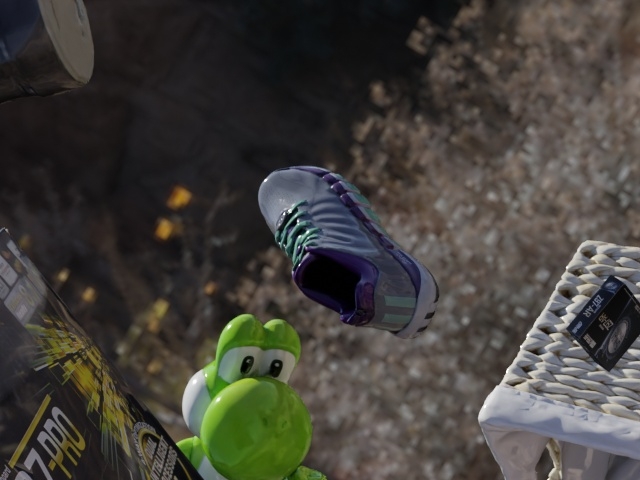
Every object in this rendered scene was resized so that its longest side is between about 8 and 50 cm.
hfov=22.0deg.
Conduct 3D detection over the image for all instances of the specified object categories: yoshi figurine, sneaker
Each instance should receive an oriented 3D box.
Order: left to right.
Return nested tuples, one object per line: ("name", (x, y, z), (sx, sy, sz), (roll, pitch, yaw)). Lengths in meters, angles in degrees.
("yoshi figurine", (-0.099, 0.256, 1.706), (0.204, 0.203, 0.362), (-16, -49, -47))
("sneaker", (0.000, 0.000, 1.366), (0.098, 0.224, 0.083), (4, -64, -44))

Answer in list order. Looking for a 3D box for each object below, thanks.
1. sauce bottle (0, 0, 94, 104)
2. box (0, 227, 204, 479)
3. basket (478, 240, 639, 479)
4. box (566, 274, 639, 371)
("sauce bottle", (-0.284, -0.065, 0.816), (0.344, 0.111, 0.111), (-17, 13, 11))
("box", (-0.223, 0.184, 1.281), (0.097, 0.318, 0.395), (-37, 10, 11))
("basket", (0.391, 0.210, 1.740), (0.266, 0.331, 0.328), (-59, -39, -29))
("box", (0.269, 0.077, 1.528), (0.067, 0.018, 0.083), (-50, -40, -4))
